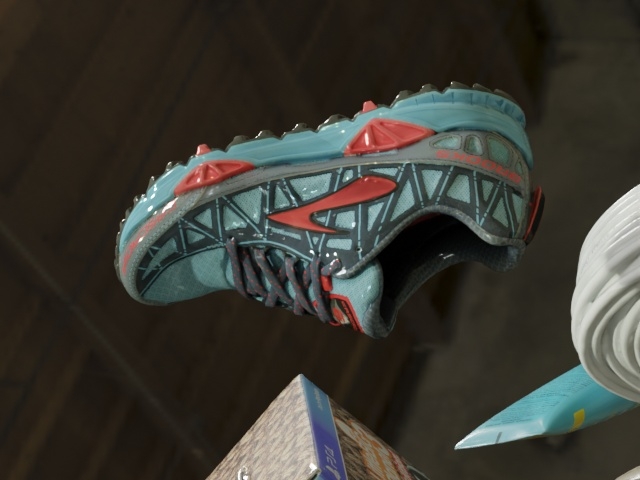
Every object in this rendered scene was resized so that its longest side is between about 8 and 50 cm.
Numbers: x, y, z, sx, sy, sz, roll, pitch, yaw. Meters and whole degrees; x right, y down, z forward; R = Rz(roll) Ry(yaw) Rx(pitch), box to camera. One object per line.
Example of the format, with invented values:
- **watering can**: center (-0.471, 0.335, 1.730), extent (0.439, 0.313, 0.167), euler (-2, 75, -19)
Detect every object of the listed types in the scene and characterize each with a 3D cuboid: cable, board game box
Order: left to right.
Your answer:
- **board game box**: center (0.054, 0.264, 1.201), extent (0.141, 0.291, 0.232), euler (-49, 10, 6)
- **cable**: center (0.301, 0.030, 1.163), extent (0.257, 0.257, 0.089), euler (66, -160, -54)

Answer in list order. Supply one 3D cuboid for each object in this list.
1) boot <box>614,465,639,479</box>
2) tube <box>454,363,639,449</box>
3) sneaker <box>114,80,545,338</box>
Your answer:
- **boot**: center (0.316, 0.078, 0.861), extent (0.284, 0.377, 0.138), euler (-38, -95, -33)
- **tube**: center (0.191, 0.123, 1.271), extent (0.207, 0.080, 0.052), euler (-15, -96, -49)
- **sneaker**: center (0.000, 0.000, 0.968), extent (0.104, 0.262, 0.125), euler (47, -152, -58)
